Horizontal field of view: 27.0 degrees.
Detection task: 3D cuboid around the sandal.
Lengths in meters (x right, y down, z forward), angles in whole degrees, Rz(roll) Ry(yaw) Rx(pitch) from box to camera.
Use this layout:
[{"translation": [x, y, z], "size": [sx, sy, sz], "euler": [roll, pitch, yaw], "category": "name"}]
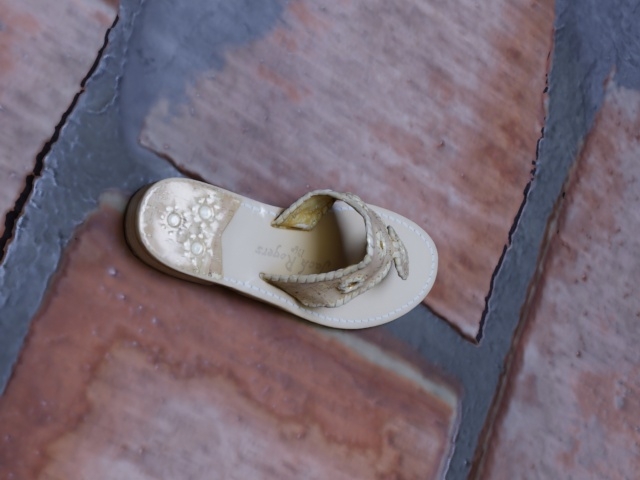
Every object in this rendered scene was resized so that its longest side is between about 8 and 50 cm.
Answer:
[{"translation": [-0.001, 0.007, 0.850], "size": [0.240, 0.079, 0.088], "euler": [11, 80, -31], "category": "sandal"}]
